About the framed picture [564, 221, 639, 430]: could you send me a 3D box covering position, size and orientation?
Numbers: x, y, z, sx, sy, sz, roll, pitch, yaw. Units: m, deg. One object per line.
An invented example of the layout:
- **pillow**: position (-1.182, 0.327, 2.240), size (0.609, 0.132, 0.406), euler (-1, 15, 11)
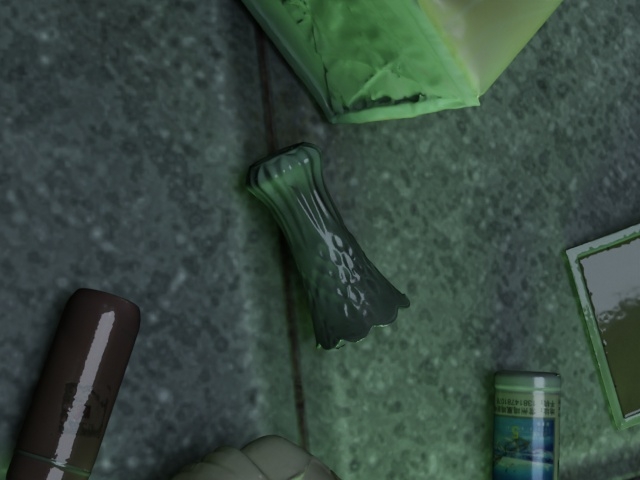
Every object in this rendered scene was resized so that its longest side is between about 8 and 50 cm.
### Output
- **framed picture**: position (0.316, 0.071, 1.035), size (0.142, 0.011, 0.183), euler (-20, 98, -11)

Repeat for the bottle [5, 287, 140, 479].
- **bottle**: position (-0.163, 0.104, 0.728), size (0.053, 0.053, 0.140), euler (25, 75, -29)

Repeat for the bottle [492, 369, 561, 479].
- **bottle**: position (0.175, 0.220, 0.932), size (0.060, 0.060, 0.217), euler (4, 84, -32)

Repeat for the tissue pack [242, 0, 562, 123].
- **tissue pack**: position (0.088, -0.339, 0.830), size (0.405, 0.205, 0.332), euler (-49, 115, -24)

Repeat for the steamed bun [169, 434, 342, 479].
- **steamed bun**: position (-0.050, 0.227, 0.762), size (0.182, 0.106, 0.183), euler (0, 90, -30)

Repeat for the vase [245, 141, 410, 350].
- **vase**: position (0.000, 0.000, 0.829), size (0.081, 0.081, 0.149), euler (-31, 99, -30)
